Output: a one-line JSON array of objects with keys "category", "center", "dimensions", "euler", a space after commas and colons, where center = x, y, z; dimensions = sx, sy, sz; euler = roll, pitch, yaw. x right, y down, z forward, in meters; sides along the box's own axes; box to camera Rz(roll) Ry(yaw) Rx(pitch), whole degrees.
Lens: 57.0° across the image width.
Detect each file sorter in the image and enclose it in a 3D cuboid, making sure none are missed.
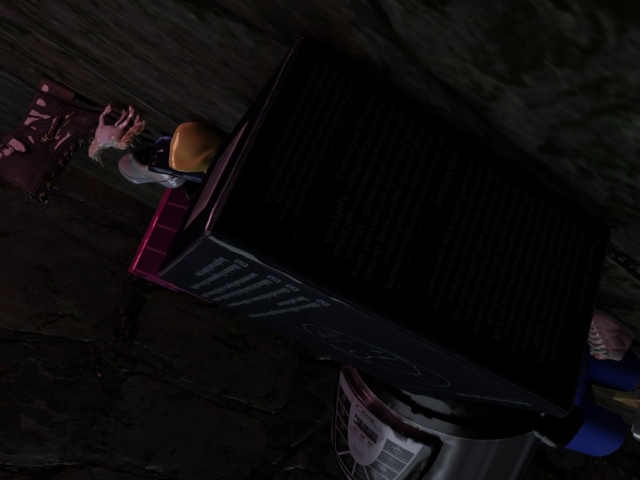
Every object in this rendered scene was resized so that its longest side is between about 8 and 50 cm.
[{"category": "file sorter", "center": [-0.348, 0.005, 1.645], "dimensions": [0.182, 0.291, 0.202], "euler": [17, 168, 30]}]

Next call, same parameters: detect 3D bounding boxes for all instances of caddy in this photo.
[{"category": "caddy", "center": [0.459, 0.278, 1.172], "dimensions": [0.179, 0.241, 0.341], "euler": [19, 171, -4]}]

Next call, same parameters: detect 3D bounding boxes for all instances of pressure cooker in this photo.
[{"category": "pressure cooker", "center": [0.210, 0.235, 1.022], "dimensions": [0.369, 0.421, 0.376], "euler": [7, -146, -2]}]

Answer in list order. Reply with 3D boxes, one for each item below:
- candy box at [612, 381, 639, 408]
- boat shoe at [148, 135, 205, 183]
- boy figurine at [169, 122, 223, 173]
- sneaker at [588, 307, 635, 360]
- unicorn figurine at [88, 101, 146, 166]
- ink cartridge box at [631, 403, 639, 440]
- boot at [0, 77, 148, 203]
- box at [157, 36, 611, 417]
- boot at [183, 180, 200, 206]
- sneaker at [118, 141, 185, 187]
[{"category": "candy box", "center": [0.781, 0.349, 1.174], "dimensions": [0.316, 0.088, 0.183], "euler": [23, 171, 11]}, {"category": "boat shoe", "center": [-0.227, -0.118, 1.209], "dimensions": [0.258, 0.089, 0.109], "euler": [26, 172, -3]}, {"category": "boy figurine", "center": [-0.136, -0.107, 1.026], "dimensions": [0.177, 0.092, 0.285], "euler": [21, 174, 41]}, {"category": "sneaker", "center": [0.463, 0.157, 0.981], "dimensions": [0.134, 0.070, 0.051], "euler": [29, 172, -20]}, {"category": "unicorn figurine", "center": [-0.390, -0.199, 1.108], "dimensions": [0.060, 0.111, 0.162], "euler": [30, 171, -32]}, {"category": "ink cartridge box", "center": [0.593, 0.251, 0.829], "dimensions": [0.237, 0.172, 0.100], "euler": [19, 169, 37]}, {"category": "boot", "center": [-0.515, -0.177, 1.198], "dimensions": [0.262, 0.229, 0.091], "euler": [27, 171, -13]}, {"category": "box", "center": [0.057, 0.017, 0.668], "dimensions": [0.395, 0.212, 0.293], "euler": [28, 161, -16]}, {"category": "boot", "center": [-0.235, -0.031, 1.369], "dimensions": [0.247, 0.094, 0.207], "euler": [61, 177, -26]}, {"category": "sneaker", "center": [-0.395, -0.186, 1.348], "dimensions": [0.258, 0.094, 0.091], "euler": [11, 146, 43]}]
